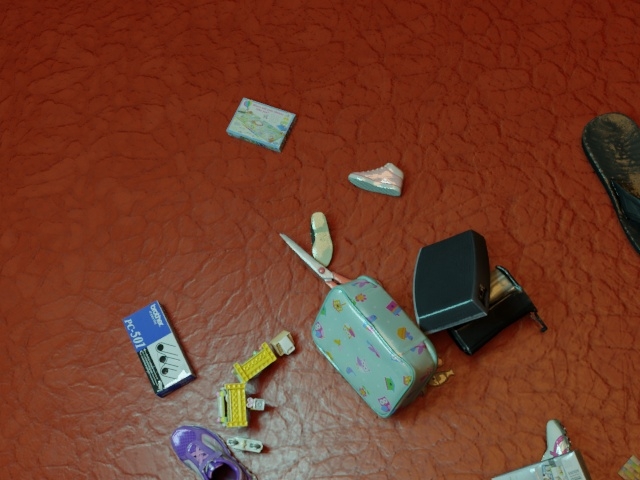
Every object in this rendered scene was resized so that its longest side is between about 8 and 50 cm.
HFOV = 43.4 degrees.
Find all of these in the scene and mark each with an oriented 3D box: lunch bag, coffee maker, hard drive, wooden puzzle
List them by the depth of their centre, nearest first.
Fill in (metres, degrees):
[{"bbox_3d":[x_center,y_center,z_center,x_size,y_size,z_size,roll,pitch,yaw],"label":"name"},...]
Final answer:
[{"bbox_3d":[0.636,0.471,1.626,0.083,0.006,0.049,-45,68,-7],"label":"wooden puzzle"},{"bbox_3d":[0.109,0.224,1.716,0.108,0.224,0.279,-24,60,-34],"label":"lunch bag"},{"bbox_3d":[0.277,0.083,1.729,0.172,0.054,0.255,-22,32,25],"label":"hard drive"},{"bbox_3d":[0.366,0.169,1.730,0.178,0.120,0.171,-37,65,-1],"label":"coffee maker"}]

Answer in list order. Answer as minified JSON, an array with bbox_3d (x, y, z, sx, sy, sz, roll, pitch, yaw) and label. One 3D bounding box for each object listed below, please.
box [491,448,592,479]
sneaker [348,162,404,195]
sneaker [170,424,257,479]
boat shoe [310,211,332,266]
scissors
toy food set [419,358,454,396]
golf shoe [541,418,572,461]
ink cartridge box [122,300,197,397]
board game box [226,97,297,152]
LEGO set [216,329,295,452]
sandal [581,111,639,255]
[{"bbox_3d":[0.450,0.510,1.583,0.186,0.038,0.145,-30,70,28],"label":"box"},{"bbox_3d":[0.139,-0.156,1.937,0.134,0.051,0.070,15,72,13],"label":"sneaker"},{"bbox_3d":[-0.238,0.483,1.746,0.236,0.104,0.095,36,82,22],"label":"sneaker"},{"bbox_3d":[0.002,0.000,1.912,0.049,0.042,0.133,-7,82,-1],"label":"boat shoe"},{"bbox_3d":[0.011,0.089,1.864,0.297,0.021,0.109,27,83,10],"label":"scissors"},{"bbox_3d":[0.225,0.297,1.766,0.122,0.019,0.078,-34,67,-2],"label":"toy food set"},{"bbox_3d":[0.475,0.458,1.631,0.086,0.067,0.186,-8,69,10],"label":"golf shoe"},{"bbox_3d":[-0.379,0.255,1.890,0.097,0.046,0.207,-29,67,-2],"label":"ink cartridge box"},{"bbox_3d":[-0.150,-0.296,2.058,0.154,0.026,0.103,21,75,18],"label":"board game box"},{"bbox_3d":[-0.164,0.328,1.811,0.132,0.107,0.287,24,68,-17],"label":"LEGO set"},{"bbox_3d":[0.721,-0.103,1.767,0.167,0.107,0.446,-28,67,0],"label":"sandal"}]
